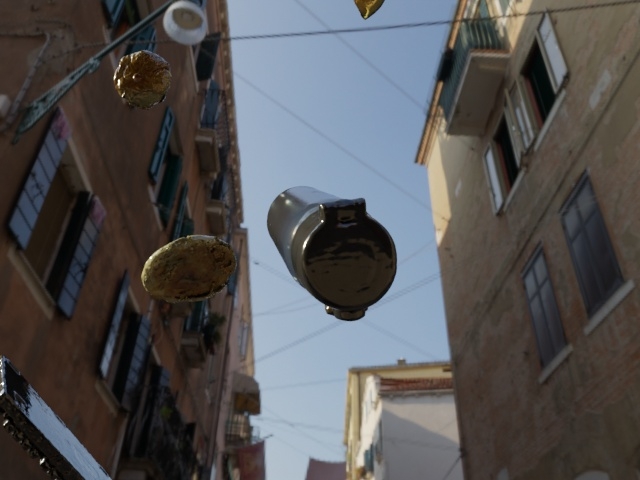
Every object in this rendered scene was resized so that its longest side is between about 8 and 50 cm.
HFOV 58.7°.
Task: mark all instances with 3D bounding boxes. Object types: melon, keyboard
[{"bbox_3d":[0.092,-0.557,1.189,0.128,0.079,0.160,-4,-39,43],"label":"melon"},{"bbox_3d":[-0.275,0.267,0.649,0.027,0.106,0.317,-32,-61,-17],"label":"keyboard"}]

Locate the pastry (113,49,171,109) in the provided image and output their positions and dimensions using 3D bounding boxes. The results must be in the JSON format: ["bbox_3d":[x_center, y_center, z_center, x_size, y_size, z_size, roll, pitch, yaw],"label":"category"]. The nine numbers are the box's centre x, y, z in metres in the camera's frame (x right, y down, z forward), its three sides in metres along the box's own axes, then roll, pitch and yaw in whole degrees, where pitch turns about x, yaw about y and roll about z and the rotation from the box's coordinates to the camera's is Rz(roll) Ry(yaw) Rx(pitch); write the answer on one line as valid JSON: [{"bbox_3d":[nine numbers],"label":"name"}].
[{"bbox_3d":[-0.452,-0.412,1.457,0.153,0.153,0.081,-11,-15,17],"label":"pastry"}]

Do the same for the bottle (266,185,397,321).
[{"bbox_3d":[0.000,0.000,0.461,0.072,0.082,0.244,-5,8,-8],"label":"bottle"}]

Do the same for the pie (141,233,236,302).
[{"bbox_3d":[-0.367,0.087,1.614,0.274,0.055,0.274,-18,-40,-16],"label":"pie"}]
